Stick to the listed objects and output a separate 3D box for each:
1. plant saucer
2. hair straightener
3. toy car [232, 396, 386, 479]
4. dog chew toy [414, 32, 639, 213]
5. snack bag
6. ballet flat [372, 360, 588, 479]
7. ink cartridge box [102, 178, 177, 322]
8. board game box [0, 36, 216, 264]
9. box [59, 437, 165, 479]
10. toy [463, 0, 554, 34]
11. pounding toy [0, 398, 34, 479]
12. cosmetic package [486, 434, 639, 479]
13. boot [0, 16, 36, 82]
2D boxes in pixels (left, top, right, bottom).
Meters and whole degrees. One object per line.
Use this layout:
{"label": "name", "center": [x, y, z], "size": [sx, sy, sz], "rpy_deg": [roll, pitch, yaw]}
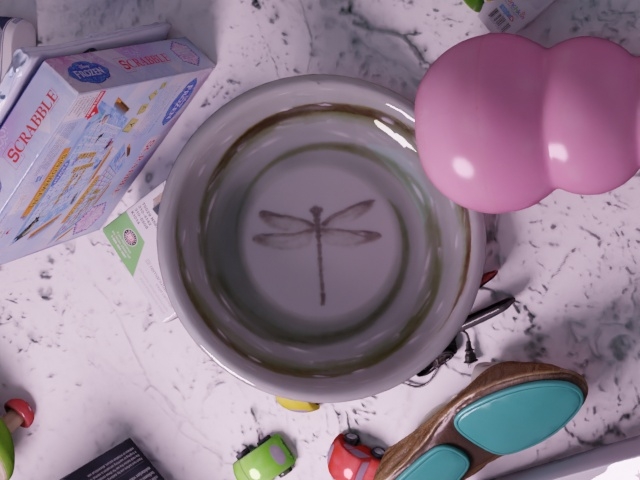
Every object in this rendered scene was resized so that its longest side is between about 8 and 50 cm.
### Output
{"label": "plant saucer", "center": [0.000, 0.000, 1.666], "size": [0.401, 0.100, 0.400], "rpy_deg": [1, 82, -6]}
{"label": "hair straightener", "center": [0.157, 0.131, 1.713], "size": [0.230, 0.047, 0.089], "rpy_deg": [-37, 85, 28]}
{"label": "toy car", "center": [-0.041, 0.283, 1.841], "size": [0.225, 0.053, 0.239], "rpy_deg": [-37, 85, 28]}
{"label": "dog chew toy", "center": [0.279, -0.137, 1.513], "size": [0.332, 0.206, 0.206], "rpy_deg": [-3, 101, 17]}
{"label": "snack bag", "center": [-0.361, -0.142, 1.728], "size": [0.037, 0.342, 0.323], "rpy_deg": [43, 117, 8]}
{"label": "ballet flat", "center": [0.188, 0.227, 1.682], "size": [0.116, 0.124, 0.342], "rpy_deg": [33, 122, -19]}
{"label": "ink cartridge box", "center": [-0.156, -0.016, 1.801], "size": [0.219, 0.092, 0.160], "rpy_deg": [-36, 87, 28]}
{"label": "board game box", "center": [-0.314, -0.110, 1.727], "size": [0.066, 0.318, 0.318], "rpy_deg": [45, 116, 10]}
{"label": "box", "center": [-0.306, 0.503, 1.949], "size": [0.294, 0.183, 0.296], "rpy_deg": [49, 119, 9]}
{"label": "toy", "center": [0.255, -0.350, 1.545], "size": [0.237, 0.056, 0.137], "rpy_deg": [-39, 88, 33]}
{"label": "pounding toy", "center": [-0.518, 0.279, 2.058], "size": [0.183, 0.110, 0.237], "rpy_deg": [45, 147, -3]}
{"label": "cosmetic package", "center": [0.336, 0.395, 1.591], "size": [0.377, 0.097, 0.284], "rpy_deg": [-32, 84, 50]}
{"label": "boot", "center": [-0.455, -0.224, 1.915], "size": [0.086, 0.069, 0.190], "rpy_deg": [14, 100, 29]}
